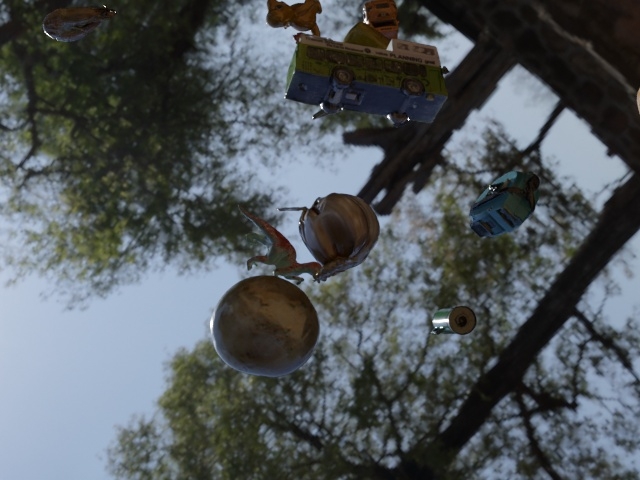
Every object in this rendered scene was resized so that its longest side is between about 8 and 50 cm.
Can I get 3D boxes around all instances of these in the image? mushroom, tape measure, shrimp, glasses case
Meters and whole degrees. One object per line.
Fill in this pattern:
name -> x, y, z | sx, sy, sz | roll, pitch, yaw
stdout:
mushroom -> -0.125, 0.181, 1.915 | 0.243, 0.243, 0.243 | 32, -154, -17
tape measure -> 0.337, -0.066, 1.538 | 0.081, 0.146, 0.125 | 44, -120, -10
shrimp -> -0.598, -0.547, 2.114 | 0.101, 0.190, 0.042 | 71, -173, -57
glasses case -> 0.153, -0.372, 1.799 | 0.234, 0.079, 0.064 | 38, -157, -9

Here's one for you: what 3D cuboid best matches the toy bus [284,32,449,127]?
toy bus -> 0.088, -0.316, 1.629 | 0.301, 0.113, 0.139 | 7, -120, -14

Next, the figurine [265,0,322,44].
figurine -> -0.065, -0.542, 2.118 | 0.176, 0.121, 0.122 | -11, -102, -48

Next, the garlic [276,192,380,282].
garlic -> 0.000, 0.000, 1.847 | 0.256, 0.207, 0.207 | 4, -168, 24

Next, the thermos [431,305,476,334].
thermos -> 0.339, 0.214, 2.200 | 0.073, 0.083, 0.187 | 18, 171, -6

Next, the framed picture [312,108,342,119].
framed picture -> 0.133, -0.430, 2.411 | 0.016, 0.289, 0.213 | 62, -147, -1

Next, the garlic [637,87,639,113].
garlic -> 0.839, -0.312, 2.047 | 0.245, 0.145, 0.164 | 64, -147, -65

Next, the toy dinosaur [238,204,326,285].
toy dinosaur -> -0.102, 0.010, 1.948 | 0.053, 0.167, 0.242 | -66, -43, -64

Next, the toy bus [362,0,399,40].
toy bus -> 0.153, -0.503, 2.134 | 0.083, 0.194, 0.088 | -9, -138, -10
